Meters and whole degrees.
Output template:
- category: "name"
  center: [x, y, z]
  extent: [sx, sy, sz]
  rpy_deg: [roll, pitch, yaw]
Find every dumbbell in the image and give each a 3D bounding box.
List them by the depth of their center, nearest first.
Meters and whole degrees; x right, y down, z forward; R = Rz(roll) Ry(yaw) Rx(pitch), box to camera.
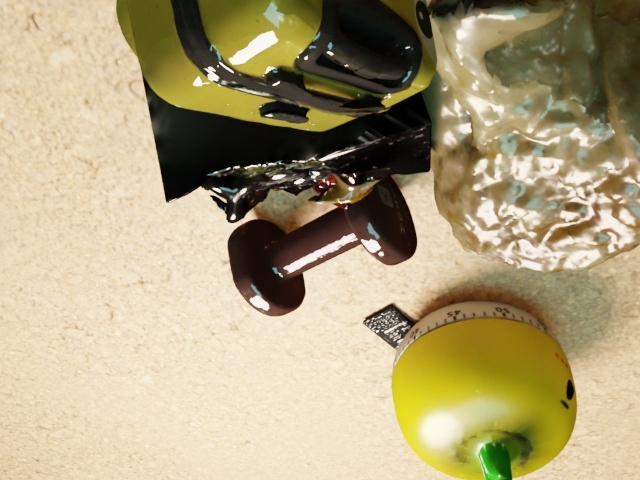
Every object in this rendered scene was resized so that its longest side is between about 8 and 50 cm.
- category: "dumbbell"
  center: [0.000, 0.000, 0.748]
  extent: [0.225, 0.140, 0.124]
  rpy_deg: [-28, 152, 27]

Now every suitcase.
- category: "suitcase"
  center: [-0.034, -0.188, 0.390]
  extent: [0.143, 0.235, 0.194]
  rpy_deg: [-16, 171, 37]

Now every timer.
- category: "timer"
  center: [0.232, 0.249, 0.829]
  extent: [0.285, 0.285, 0.285]
  rpy_deg: [4, 131, 5]

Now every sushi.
- category: "sushi"
  center: [-0.031, -0.132, 0.595]
  extent: [0.227, 0.215, 0.212]
  rpy_deg: [-17, 162, 4]

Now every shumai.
- category: "shumai"
  center: [0.167, -0.115, 0.508]
  extent: [0.262, 0.267, 0.314]
  rpy_deg: [13, 132, -31]

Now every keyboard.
- category: "keyboard"
  center: [0.157, 0.176, 0.957]
  extent: [0.061, 0.013, 0.204]
  rpy_deg: [-34, 118, 31]
